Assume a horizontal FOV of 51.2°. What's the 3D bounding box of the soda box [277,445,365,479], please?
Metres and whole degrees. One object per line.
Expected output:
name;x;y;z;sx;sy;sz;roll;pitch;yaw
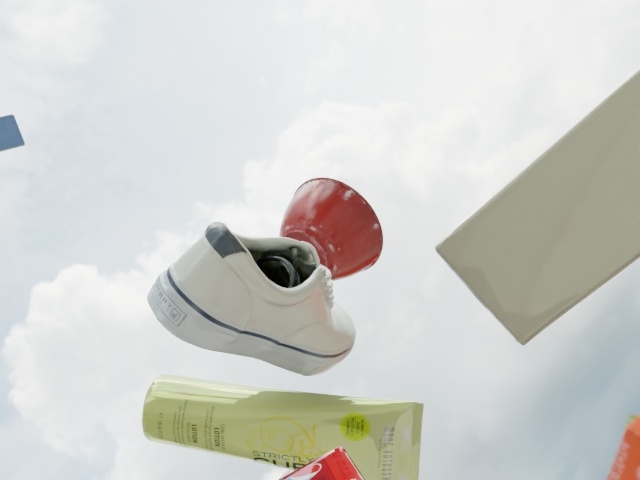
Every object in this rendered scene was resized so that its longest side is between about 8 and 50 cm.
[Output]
soda box;0.042;0.255;0.360;0.083;0.092;0.263;-27;-88;-8

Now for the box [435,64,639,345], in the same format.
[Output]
box;0.231;-0.048;0.529;0.275;0.113;0.094;-42;-4;21

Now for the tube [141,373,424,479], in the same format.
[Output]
tube;-0.033;0.160;0.574;0.070;0.240;0.062;74;-154;-59

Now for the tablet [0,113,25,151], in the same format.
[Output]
tablet;-0.516;-0.168;1.066;0.083;0.006;0.054;-33;-70;-53

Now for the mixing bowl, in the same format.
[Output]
mixing bowl;0.000;0.000;1.090;0.098;0.181;0.182;-43;-41;-43

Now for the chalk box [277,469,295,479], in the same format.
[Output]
chalk box;-0.043;0.438;0.966;0.132;0.132;0.213;-48;-5;18

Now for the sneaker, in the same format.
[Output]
sneaker;-0.024;0.051;0.562;0.091;0.094;0.258;-46;-27;12
